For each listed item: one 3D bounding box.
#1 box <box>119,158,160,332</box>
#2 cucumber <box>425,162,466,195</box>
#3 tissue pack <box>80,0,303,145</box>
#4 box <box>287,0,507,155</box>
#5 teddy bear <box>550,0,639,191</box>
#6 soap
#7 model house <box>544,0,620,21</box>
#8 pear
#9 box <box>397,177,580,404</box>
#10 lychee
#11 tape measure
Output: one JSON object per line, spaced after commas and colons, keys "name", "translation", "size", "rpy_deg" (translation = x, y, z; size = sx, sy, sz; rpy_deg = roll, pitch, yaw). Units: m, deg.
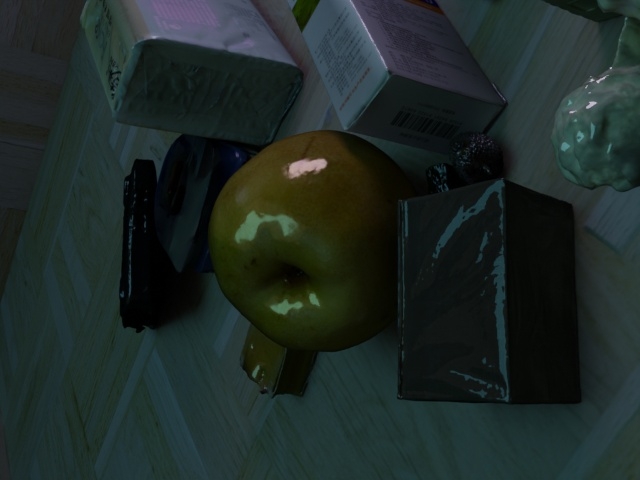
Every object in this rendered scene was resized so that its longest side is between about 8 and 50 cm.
{"name": "box", "translation": [-0.414, 0.021, 1.690], "size": [0.359, 0.091, 0.350], "rpy_deg": [133, 136, -69]}
{"name": "cucumber", "translation": [0.170, -0.007, 0.967], "size": [0.058, 0.058, 0.187], "rpy_deg": [-18, 69, 52]}
{"name": "tissue pack", "translation": [-0.269, -0.385, 1.454], "size": [0.205, 0.331, 0.405], "rpy_deg": [-64, 38, 30]}
{"name": "box", "translation": [0.094, -0.263, 1.011], "size": [0.106, 0.200, 0.299], "rpy_deg": [-53, 43, 36]}
{"name": "teddy bear", "translation": [0.404, -0.093, 0.428], "size": [0.362, 0.375, 0.328], "rpy_deg": [-129, 43, -64]}
{"name": "soap", "translation": [-0.059, 0.136, 1.248], "size": [0.135, 0.076, 0.233], "rpy_deg": [33, 108, 52]}
{"name": "model house", "translation": [0.305, -0.329, 0.788], "size": [0.100, 0.127, 0.149], "rpy_deg": [2, 87, 55]}
{"name": "pear", "translation": [0.000, 0.000, 1.002], "size": [0.314, 0.314, 0.314], "rpy_deg": [-18, 67, 52]}
{"name": "box", "translation": [0.189, 0.067, 0.832], "size": [0.149, 0.155, 0.231], "rpy_deg": [-10, 73, 46]}
{"name": "lychee", "translation": [0.198, -0.104, 0.938], "size": [0.083, 0.068, 0.067], "rpy_deg": [-116, 28, -42]}
{"name": "tape measure", "translation": [-0.230, -0.086, 1.495], "size": [0.262, 0.138, 0.259], "rpy_deg": [36, 111, 53]}
